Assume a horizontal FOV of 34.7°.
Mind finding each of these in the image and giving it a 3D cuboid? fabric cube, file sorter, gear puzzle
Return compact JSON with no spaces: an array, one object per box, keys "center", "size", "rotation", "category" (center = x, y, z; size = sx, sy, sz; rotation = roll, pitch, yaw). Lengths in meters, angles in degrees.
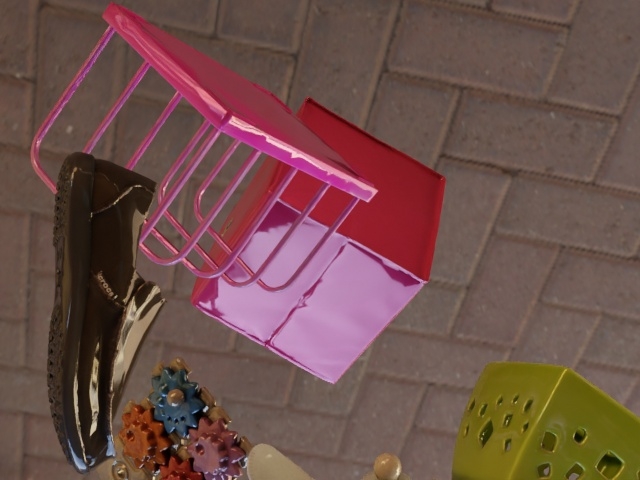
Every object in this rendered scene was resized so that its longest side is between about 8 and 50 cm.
[{"center":[0.000,0.000,1.510],"size":[0.259,0.254,0.258],"rotation":[30,130,-9],"category":"fabric cube"},{"center":[-0.122,-0.075,1.077],"size":[0.182,0.202,0.290],"rotation":[-52,149,10],"category":"file sorter"},{"center":[-0.225,0.307,1.293],"size":[0.175,0.044,0.339],"rotation":[48,121,17],"category":"gear puzzle"}]

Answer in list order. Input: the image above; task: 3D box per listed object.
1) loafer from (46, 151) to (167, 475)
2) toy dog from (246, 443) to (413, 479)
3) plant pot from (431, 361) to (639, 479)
[{"center":[-0.142,0.050,0.702],"size":[0.078,0.080,0.220],"rotation":[2,90,-20],"category":"loafer"},{"center":[-0.020,0.244,0.858],"size":[0.220,0.334,0.161],"rotation":[8,108,10],"category":"toy dog"},{"center":[0.274,0.289,1.211],"size":[0.227,0.228,0.207],"rotation":[36,76,-8],"category":"plant pot"}]
